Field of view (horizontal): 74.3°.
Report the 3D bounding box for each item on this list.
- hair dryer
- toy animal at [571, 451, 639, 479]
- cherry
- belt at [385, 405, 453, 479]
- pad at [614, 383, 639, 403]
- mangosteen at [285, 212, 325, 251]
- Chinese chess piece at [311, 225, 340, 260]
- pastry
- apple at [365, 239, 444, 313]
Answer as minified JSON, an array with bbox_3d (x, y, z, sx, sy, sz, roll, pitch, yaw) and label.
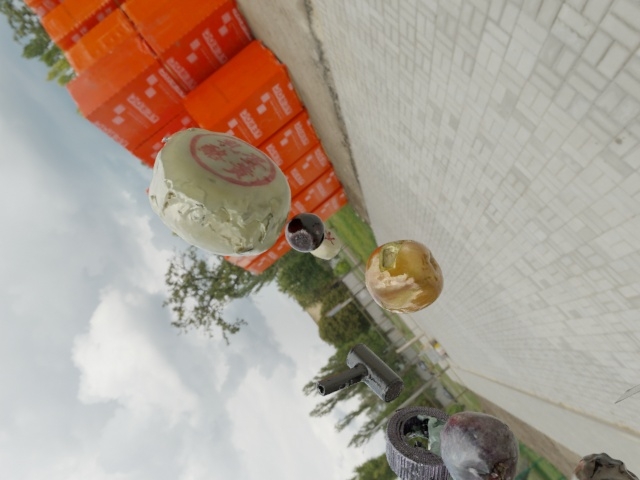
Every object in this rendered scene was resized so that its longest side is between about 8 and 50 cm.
[{"bbox_3d":[0.098,0.416,1.263,0.197,0.251,0.089,35,124,49],"label":"hair dryer"},{"bbox_3d":[0.479,0.508,0.584,0.344,0.303,0.194,30,155,18],"label":"toy animal"},{"bbox_3d":[0.384,0.515,1.040,0.195,0.195,0.195,51,180,0],"label":"cherry"},{"bbox_3d":[0.351,0.682,1.423,0.325,0.259,0.123,-29,-59,-71],"label":"belt"},{"bbox_3d":[0.471,0.172,0.562,0.112,0.157,0.003,8,-136,-47],"label":"pad"},{"bbox_3d":[-0.028,-0.018,0.831,0.081,0.081,0.081,51,180,0],"label":"mangosteen"},{"bbox_3d":[0.000,0.000,1.196,0.122,0.051,0.122,30,-156,-15],"label":"Chinese chess piece"},{"bbox_3d":[-0.170,-0.084,0.734,0.264,0.133,0.265,21,-143,-17],"label":"pastry"},{"bbox_3d":[0.203,0.085,1.017,0.199,0.199,0.199,51,180,0],"label":"apple"}]
